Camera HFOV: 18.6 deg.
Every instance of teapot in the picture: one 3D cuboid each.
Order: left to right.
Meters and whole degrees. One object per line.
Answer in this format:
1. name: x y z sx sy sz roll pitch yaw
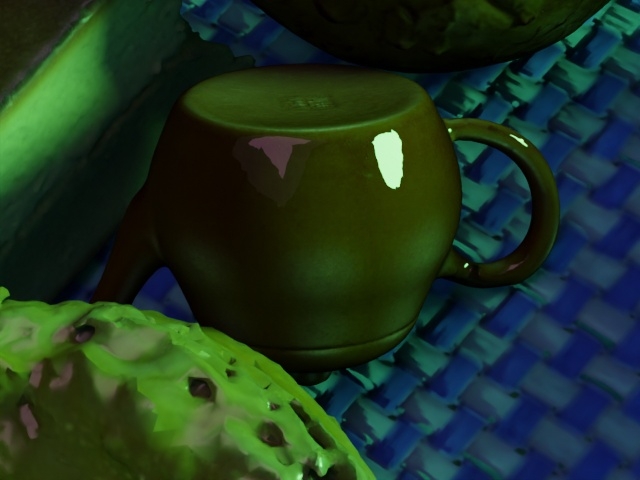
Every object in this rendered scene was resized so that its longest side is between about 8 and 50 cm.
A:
1. teapot: 0.000 0.000 0.686 0.173 0.116 0.116 -5 54 -9

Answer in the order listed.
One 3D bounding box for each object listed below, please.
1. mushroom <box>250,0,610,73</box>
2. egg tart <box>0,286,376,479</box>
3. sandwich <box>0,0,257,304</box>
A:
1. mushroom: 0.033 -0.156 0.683 0.194 0.231 0.138 -30 31 39
2. egg tart: -0.096 0.139 0.591 0.288 0.118 0.288 -2 44 2
3. sandwich: -0.122 -0.053 0.756 0.186 0.108 0.220 -21 52 7
